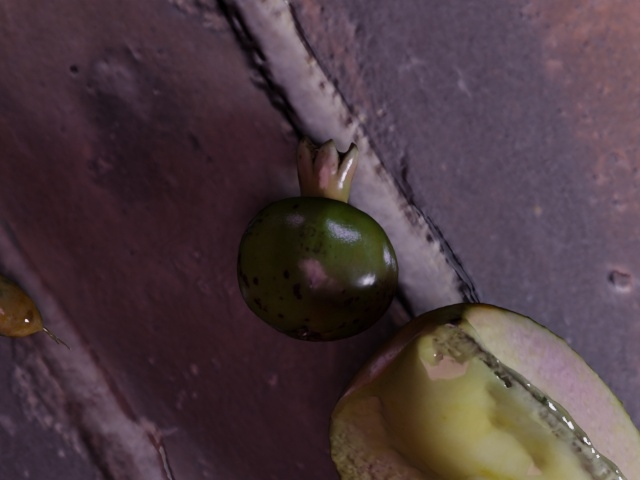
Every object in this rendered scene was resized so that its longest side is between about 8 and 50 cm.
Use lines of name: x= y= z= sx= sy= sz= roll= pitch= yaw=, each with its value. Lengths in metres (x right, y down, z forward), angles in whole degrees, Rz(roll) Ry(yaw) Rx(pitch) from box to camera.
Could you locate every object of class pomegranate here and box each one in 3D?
pomegranate: x=0.000 y=0.000 z=1.323 sx=0.114 sy=0.114 sz=0.142 roll=7 pitch=76 yaw=-1

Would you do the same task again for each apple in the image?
apple: x=0.116 y=0.146 z=1.346 sx=0.193 sy=0.120 sz=0.265 roll=-32 pitch=116 yaw=34

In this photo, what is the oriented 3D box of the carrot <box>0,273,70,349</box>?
carrot: x=-0.304 y=0.006 z=1.346 sx=0.298 sy=0.078 sz=0.078 roll=26 pitch=103 yaw=-12
